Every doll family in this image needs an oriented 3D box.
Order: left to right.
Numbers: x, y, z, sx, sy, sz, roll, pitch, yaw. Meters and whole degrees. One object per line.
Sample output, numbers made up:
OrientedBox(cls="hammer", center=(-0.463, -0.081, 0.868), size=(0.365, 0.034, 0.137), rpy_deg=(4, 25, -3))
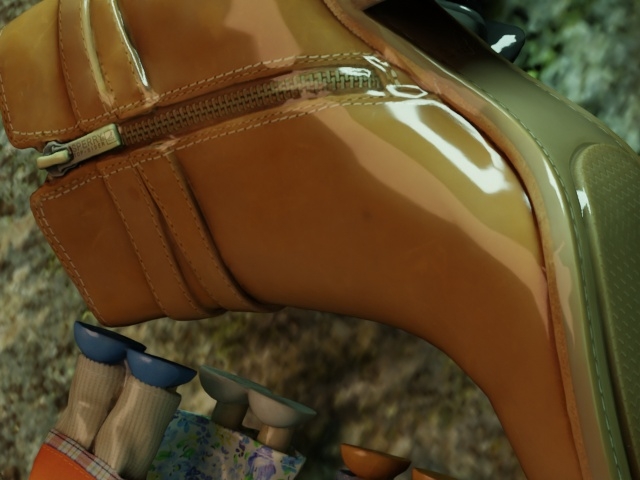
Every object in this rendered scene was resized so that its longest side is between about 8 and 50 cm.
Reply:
OrientedBox(cls="doll family", center=(-0.017, 0.151, 0.731), size=(0.263, 0.118, 0.163), rpy_deg=(22, 90, 30))

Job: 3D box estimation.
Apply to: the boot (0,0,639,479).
OrientedBox(cls="boot", center=(0.000, 0.000, 0.675), size=(0.220, 0.109, 0.283), rpy_deg=(-23, 88, 29))

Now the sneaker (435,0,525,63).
OrientedBox(cls="sneaker", center=(0.025, -0.175, 0.773), size=(0.130, 0.109, 0.286), rpy_deg=(-15, 78, 38))
